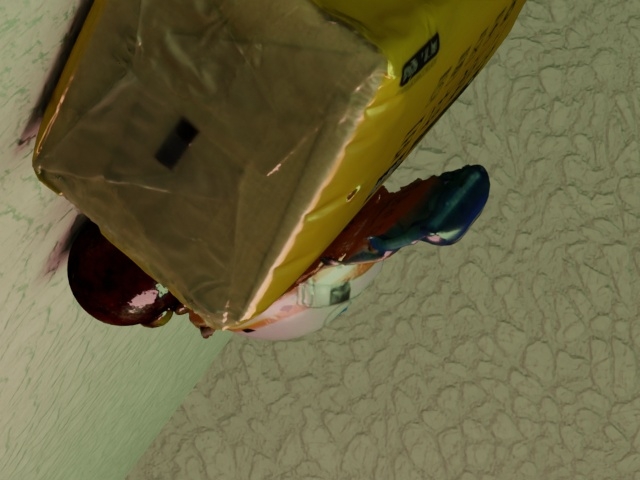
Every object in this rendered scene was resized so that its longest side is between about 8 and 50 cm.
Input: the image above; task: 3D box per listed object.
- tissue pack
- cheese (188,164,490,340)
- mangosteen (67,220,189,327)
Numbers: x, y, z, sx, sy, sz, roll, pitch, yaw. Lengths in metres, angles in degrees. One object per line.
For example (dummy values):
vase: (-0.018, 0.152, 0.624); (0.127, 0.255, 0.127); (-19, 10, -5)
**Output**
tissue pack: (0.001, -0.164, 1.290); (0.382, 0.228, 0.293); (-50, 173, -48)
cheese: (0.000, 0.000, 1.473); (0.329, 0.129, 0.217); (-17, -155, 45)
mangosteen: (-0.162, 0.026, 1.608); (0.140, 0.140, 0.140); (-53, 175, -6)
